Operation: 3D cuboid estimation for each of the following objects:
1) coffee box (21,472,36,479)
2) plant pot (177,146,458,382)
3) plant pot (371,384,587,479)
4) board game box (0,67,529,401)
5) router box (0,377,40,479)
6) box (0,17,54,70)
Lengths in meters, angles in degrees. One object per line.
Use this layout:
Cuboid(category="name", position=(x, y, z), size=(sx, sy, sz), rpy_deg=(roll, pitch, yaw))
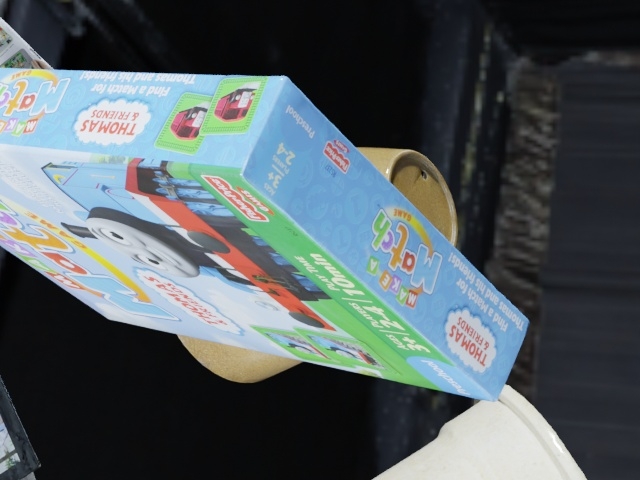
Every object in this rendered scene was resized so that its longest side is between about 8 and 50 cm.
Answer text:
Cuboid(category="coffee box", position=(-0.404, 0.204, 0.880), size=(0.338, 0.334, 0.338), rpy_deg=(-77, -19, -52))
Cuboid(category="plant pot", position=(0.000, 0.000, 1.425), size=(0.237, 0.254, 0.237), rpy_deg=(26, -126, -44))
Cuboid(category="plant pot", position=(0.094, 0.343, 1.301), size=(0.334, 0.305, 0.334), rpy_deg=(157, 90, -79))
Cuboid(category="board game box", position=(-0.052, -0.006, 0.519), size=(0.160, 0.211, 0.039), rpy_deg=(41, -114, -44))
Cuboid(category="router box", position=(-0.203, 0.041, 0.549), size=(0.133, 0.046, 0.179), rpy_deg=(-30, -77, -43))
Cuboid(category="box", position=(-0.377, -0.134, 1.421), size=(0.207, 0.114, 0.036), rpy_deg=(-46, 10, -7))
